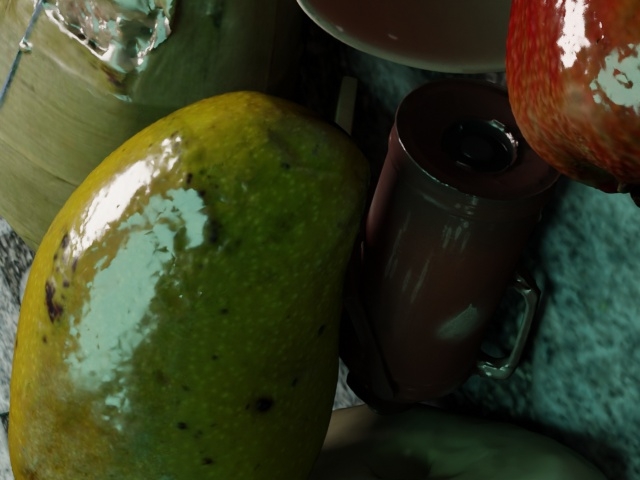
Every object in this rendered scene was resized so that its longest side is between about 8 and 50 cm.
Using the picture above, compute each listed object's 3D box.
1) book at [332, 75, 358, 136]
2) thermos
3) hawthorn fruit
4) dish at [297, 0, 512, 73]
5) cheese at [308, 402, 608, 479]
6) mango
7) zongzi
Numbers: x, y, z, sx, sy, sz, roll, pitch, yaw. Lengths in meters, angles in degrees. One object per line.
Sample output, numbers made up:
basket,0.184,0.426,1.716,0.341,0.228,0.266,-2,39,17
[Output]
book,0.000,0.000,1.003,0.012,0.118,0.172,10,131,-2
thermos,0.066,0.024,0.936,0.124,0.099,0.232,19,135,4
hawthorn fruit,0.159,-0.105,0.676,0.169,0.169,0.188,9,92,50
dish,0.069,-0.187,0.760,0.090,0.213,0.213,-110,17,-56
cheese,0.049,0.221,1.013,0.247,0.173,0.251,22,133,42
mango,-0.082,0.060,0.901,0.330,0.176,0.176,104,153,-43
zongzi,-0.167,-0.160,1.046,0.393,0.174,0.356,40,138,28
